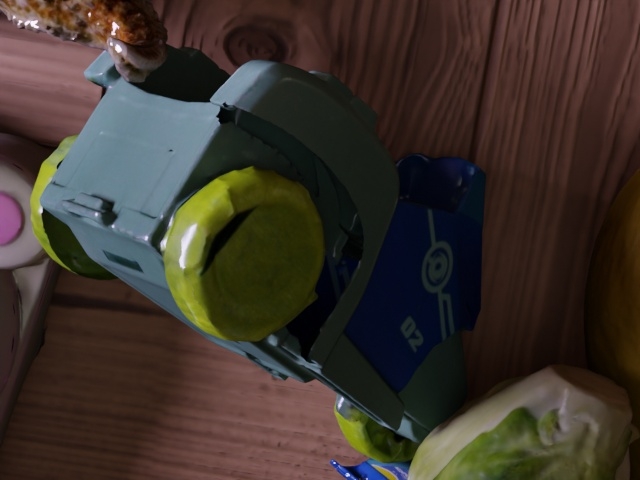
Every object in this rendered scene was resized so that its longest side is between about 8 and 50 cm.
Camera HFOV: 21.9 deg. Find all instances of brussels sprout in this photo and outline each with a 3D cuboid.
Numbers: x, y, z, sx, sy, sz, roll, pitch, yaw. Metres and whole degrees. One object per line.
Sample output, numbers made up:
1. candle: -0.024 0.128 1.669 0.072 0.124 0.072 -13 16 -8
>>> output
1. brussels sprout: 0.124 0.167 1.023 0.146 0.131 0.183 -1 97 6

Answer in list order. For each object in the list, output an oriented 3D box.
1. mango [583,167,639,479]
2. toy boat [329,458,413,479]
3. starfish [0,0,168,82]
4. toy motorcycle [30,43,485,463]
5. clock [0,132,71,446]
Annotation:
1. mango: 0.263 0.084 1.055 0.195 0.142 0.331 11 118 31
2. toy boat: 0.065 0.215 1.120 0.175 0.091 0.110 42 83 -1
3. starfish: -0.200 -0.195 0.988 0.303 0.113 0.312 -50 55 20
4. toy motorcycle: 0.000 0.000 1.033 0.326 0.191 0.200 36 79 -38
5. clock: -0.336 0.031 1.091 0.310 0.114 0.284 20 102 -1
